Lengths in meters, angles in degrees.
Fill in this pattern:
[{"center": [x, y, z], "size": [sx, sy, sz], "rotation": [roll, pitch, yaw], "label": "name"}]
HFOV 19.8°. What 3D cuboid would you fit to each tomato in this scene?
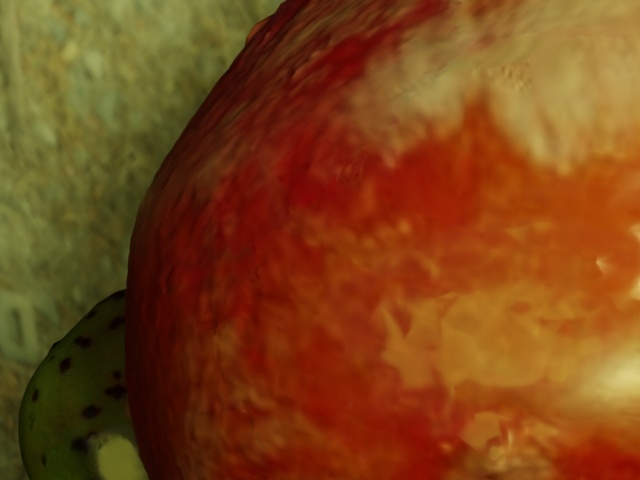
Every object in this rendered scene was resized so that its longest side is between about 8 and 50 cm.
[{"center": [0.058, 0.024, 0.515], "size": [0.309, 0.170, 0.309], "rotation": [1, 95, 14], "label": "tomato"}]

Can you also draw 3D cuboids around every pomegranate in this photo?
[{"center": [-0.050, 0.070, 0.693], "size": [0.130, 0.130, 0.130], "rotation": [12, 111, 34], "label": "pomegranate"}]
